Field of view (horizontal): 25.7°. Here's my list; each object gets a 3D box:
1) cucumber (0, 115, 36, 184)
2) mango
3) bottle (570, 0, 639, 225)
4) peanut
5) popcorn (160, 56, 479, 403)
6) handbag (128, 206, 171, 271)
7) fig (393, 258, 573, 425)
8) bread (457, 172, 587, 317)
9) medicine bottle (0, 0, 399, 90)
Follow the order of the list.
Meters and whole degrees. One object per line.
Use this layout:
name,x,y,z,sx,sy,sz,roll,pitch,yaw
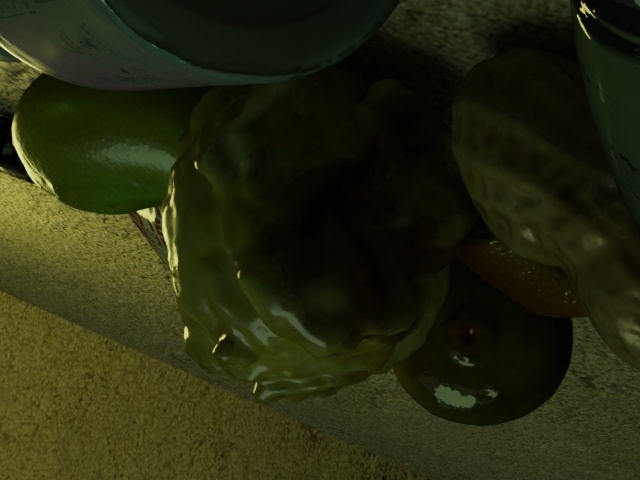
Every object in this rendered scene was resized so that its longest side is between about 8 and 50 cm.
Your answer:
cucumber,-0.435,-0.132,1.831,0.241,0.074,0.074,18,165,16
mango,-0.199,-0.112,1.427,0.273,0.149,0.185,-6,144,47
bottle,0.220,-0.122,0.782,0.168,0.168,0.347,13,160,28
peanut,0.206,-0.024,1.023,0.305,0.147,0.147,47,-179,33
popcorn,0.001,-0.004,1.247,0.312,0.312,0.312,20,165,5
handbag,-0.129,-0.008,1.704,0.298,0.151,0.171,35,166,-32
fig,0.188,0.104,1.568,0.207,0.207,0.230,10,179,35
bread,0.198,0.001,1.365,0.172,0.103,0.132,32,166,-32
medicine bottle,-0.113,-0.206,0.792,0.245,0.245,0.290,31,166,-34
